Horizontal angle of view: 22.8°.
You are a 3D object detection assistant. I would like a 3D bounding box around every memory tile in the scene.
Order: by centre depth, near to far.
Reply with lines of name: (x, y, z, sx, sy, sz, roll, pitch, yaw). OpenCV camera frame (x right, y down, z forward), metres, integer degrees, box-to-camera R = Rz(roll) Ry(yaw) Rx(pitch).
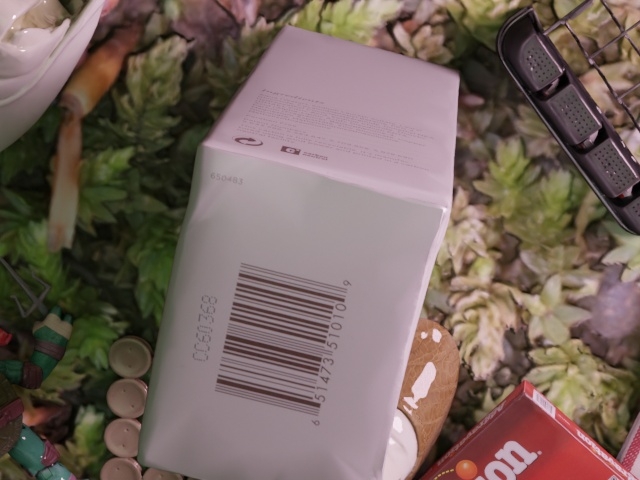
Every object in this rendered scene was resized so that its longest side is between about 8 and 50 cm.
memory tile: (-0.127, 0.155, 1.338, 0.113, 0.012, 0.148, 8, 107, 4)

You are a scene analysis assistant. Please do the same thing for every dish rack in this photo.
dish rack: (0.292, -0.142, 1.175, 0.271, 0.074, 0.208, -35, 101, 13)

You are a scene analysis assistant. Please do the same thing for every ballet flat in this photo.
ballet flat: (-0.207, -0.212, 1.174, 0.139, 0.139, 0.400, 39, 107, -6)
ballet flat: (-0.009, 0.210, 1.283, 0.116, 0.124, 0.342, 41, 106, -8)

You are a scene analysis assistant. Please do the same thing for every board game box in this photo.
board game box: (0.125, 0.256, 1.321, 0.145, 0.027, 0.281, 41, 112, -5)

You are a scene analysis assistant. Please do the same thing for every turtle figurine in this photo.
turtle figurine: (-0.282, 0.134, 1.300, 0.175, 0.118, 0.234, -15, 110, 10)

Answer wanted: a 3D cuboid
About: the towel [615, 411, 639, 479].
towel: (0.421, 0.173, 1.274, 0.329, 0.037, 0.237, 21, 110, 1)

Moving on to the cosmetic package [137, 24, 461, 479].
cosmetic package: (0.000, 0.000, 1.084, 0.156, 0.385, 0.217, 14, 110, 3)
